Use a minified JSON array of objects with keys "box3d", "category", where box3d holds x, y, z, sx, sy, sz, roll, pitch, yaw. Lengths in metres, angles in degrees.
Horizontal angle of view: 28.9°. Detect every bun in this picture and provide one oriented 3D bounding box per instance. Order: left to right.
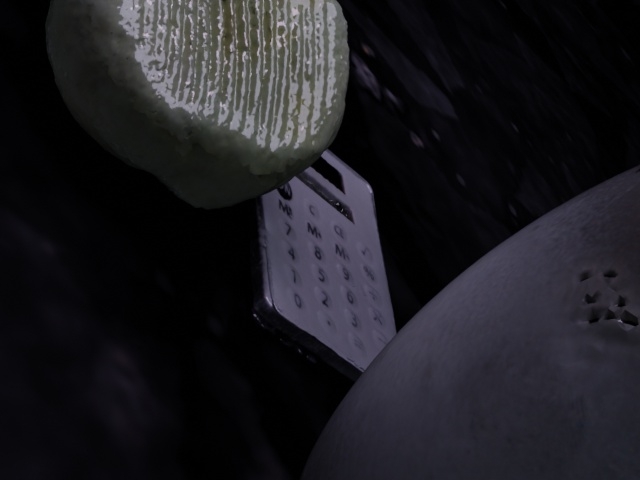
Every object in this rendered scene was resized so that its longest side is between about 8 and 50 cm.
[{"box3d":[-0.085,-0.122,0.829,0.212,0.126,0.203,35,55,-25],"category":"bun"}]

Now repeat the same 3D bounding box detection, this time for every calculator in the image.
[{"box3d":[0.000,0.000,0.953,0.161,0.021,0.261,37,29,-34],"category":"calculator"}]

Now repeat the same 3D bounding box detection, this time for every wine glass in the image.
[{"box3d":[0.054,0.124,0.478,0.190,0.357,0.190,44,23,-24],"category":"wine glass"}]
